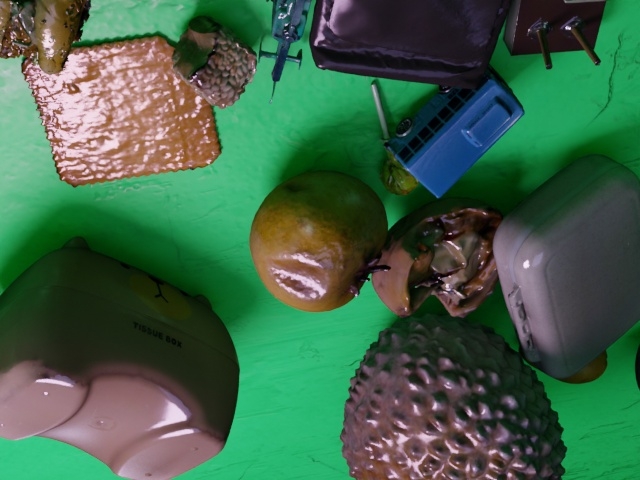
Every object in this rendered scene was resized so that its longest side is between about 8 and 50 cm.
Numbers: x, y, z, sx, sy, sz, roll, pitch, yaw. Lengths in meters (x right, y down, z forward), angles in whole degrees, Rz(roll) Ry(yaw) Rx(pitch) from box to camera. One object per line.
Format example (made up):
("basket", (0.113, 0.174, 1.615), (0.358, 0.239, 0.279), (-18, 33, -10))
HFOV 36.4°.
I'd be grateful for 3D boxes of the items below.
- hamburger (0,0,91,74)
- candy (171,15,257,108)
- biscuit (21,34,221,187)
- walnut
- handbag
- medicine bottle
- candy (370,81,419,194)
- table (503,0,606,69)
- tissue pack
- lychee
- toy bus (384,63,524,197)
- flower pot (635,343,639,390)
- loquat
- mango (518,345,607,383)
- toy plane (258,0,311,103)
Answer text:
("hamburger", (-0.314, -0.272, 1.106), (0.113, 0.185, 0.177), (19, 132, -20))
("candy", (-0.136, -0.229, 1.255), (0.110, 0.085, 0.095), (26, 104, -45))
("biscuit", (-0.265, -0.174, 1.332), (0.236, 0.013, 0.232), (-10, 135, -4))
("walnut", (0.184, 0.014, 1.520), (0.238, 0.141, 0.204), (6, 115, -47))
("handbag", (0.116, -0.309, 1.230), (0.246, 0.080, 0.223), (6, 132, -9))
("medicine bottle", (0.413, 0.049, 1.572), (0.282, 0.123, 0.375), (-36, 136, -10))
("candy", (0.100, -0.148, 1.419), (0.062, 0.058, 0.194), (3, 132, 30))
("table", (0.320, -0.330, 1.232), (0.121, 0.111, 0.240), (-7, 135, -7))
("tissue pack", (-0.324, 0.184, 1.501), (0.387, 0.277, 0.267), (29, 129, -32))
("lychee", (0.218, 0.319, 1.664), (0.380, 0.432, 0.380), (-17, 121, -31))
("toy bus", (0.192, -0.159, 1.361), (0.185, 0.106, 0.090), (-45, 122, 11))
("flower pot", (0.720, 0.261, 1.851), (0.235, 0.235, 0.148), (-21, 153, 9))
("loquat", (-0.003, 0.004, 1.417), (0.213, 0.213, 0.213), (-6, 135, -6))
("mango", (0.456, 0.212, 1.813), (0.163, 0.089, 0.111), (24, 127, -21))
("toy plane", (-0.039, -0.274, 1.227), (0.060, 0.096, 0.235), (3, 151, -11))
